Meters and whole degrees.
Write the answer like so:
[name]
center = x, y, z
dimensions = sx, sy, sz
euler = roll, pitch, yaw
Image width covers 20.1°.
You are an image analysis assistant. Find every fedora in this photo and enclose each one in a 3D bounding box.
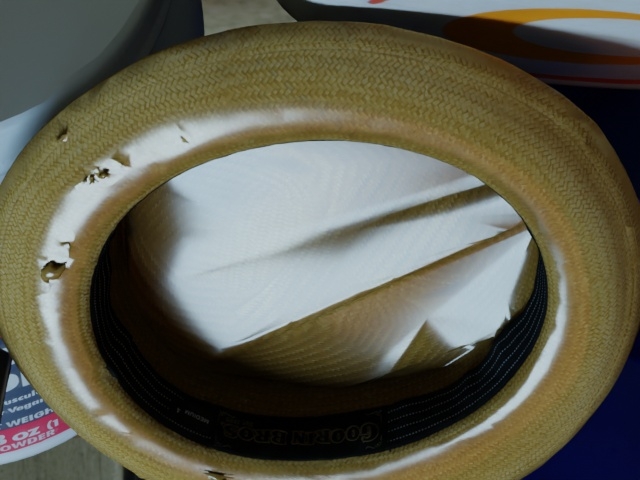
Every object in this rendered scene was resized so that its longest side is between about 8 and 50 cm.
[fedora]
center = 0.000, 0.000, 0.539
dimensions = 0.194, 0.079, 0.194
euler = 3, 128, 4

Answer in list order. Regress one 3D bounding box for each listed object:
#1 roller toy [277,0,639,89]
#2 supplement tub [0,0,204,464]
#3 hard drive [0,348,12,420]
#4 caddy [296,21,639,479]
[roller toy]
center = 0.079, -0.126, 0.490
dimensions = 0.209, 0.146, 0.191
euler = 2, 175, 21
[supplement tub]
center = -0.140, -0.043, 0.650
dimensions = 0.191, 0.191, 0.272
euler = -1, 156, -6
[hard drive]
center = -0.291, 0.015, 0.513
dimensions = 0.237, 0.064, 0.339
euler = -14, 148, 43
[caddy]
center = 0.093, 0.003, 0.653
dimensions = 0.179, 0.241, 0.341
euler = 34, 175, -41
